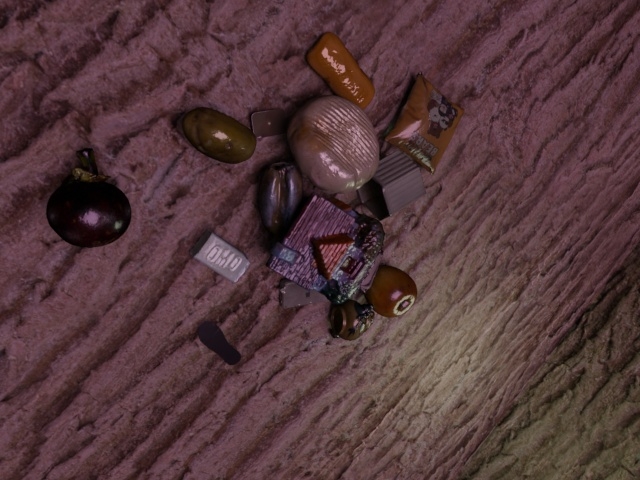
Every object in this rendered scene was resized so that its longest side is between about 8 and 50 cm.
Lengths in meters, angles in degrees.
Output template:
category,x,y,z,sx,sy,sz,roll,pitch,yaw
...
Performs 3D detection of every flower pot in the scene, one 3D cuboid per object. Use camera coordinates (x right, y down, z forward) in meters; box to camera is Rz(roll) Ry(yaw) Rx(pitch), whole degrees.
category,x,y,z,sx,sy,sz,roll,pitch,yaw
flower pot,0.271,-0.216,1.920,0.190,0.239,0.209,-30,149,-17

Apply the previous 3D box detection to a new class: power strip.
category,x,y,z,sx,sy,sz,roll,pitch,yaw
power strip,-0.051,0.204,1.997,0.271,0.046,0.117,-7,114,-28

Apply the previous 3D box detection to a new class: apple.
category,x,y,z,sx,sy,sz,roll,pitch,yaw
apple,0.299,0.213,2.120,0.237,0.207,0.236,-23,137,-23

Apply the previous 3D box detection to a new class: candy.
category,x,y,z,sx,sy,sz,roll,pitch,yaw
candy,0.140,0.092,1.986,0.185,0.137,0.195,29,78,-36

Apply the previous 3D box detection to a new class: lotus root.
category,x,y,z,sx,sy,sz,roll,pitch,yaw
lotus root,-0.148,-0.125,1.766,0.158,0.140,0.321,4,116,-8

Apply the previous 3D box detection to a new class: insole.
category,x,y,z,sx,sy,sz,roll,pitch,yaw
insole,-0.396,0.405,1.905,0.086,0.005,0.253,-39,122,-10

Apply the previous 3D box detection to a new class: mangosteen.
category,x,y,z,sx,sy,sz,roll,pitch,yaw
mangosteen,-0.676,-0.122,1.421,0.232,0.231,0.288,-7,106,-27

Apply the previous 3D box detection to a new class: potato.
category,x,y,z,sx,sy,sz,roll,pitch,yaw
potato,-0.322,-0.332,1.561,0.148,0.197,0.228,-57,158,6

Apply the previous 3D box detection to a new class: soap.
category,x,y,z,sx,sy,sz,roll,pitch,yaw
soap,-0.358,0.059,1.761,0.198,0.063,0.114,38,86,-34

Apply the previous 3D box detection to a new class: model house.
category,x,y,z,sx,sy,sz,roll,pitch,yaw
model house,0.000,0.000,1.750,0.360,0.297,0.339,-57,143,2

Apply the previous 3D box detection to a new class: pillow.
category,x,y,z,sx,sy,sz,roll,pitch,yaw
pillow,0.429,-0.465,1.969,0.310,0.119,0.312,26,93,-37

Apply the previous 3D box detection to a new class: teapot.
category,x,y,z,sx,sy,sz,roll,pitch,yaw
teapot,0.142,0.345,2.085,0.183,0.173,0.269,2,140,-25

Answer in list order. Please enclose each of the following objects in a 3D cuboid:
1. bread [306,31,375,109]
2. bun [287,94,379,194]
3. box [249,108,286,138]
category,x,y,z,sx,sy,sz,roll,pitch,yaw
bread,0.084,-0.596,1.748,0.142,0.091,0.305,-48,123,1
bun,0.039,-0.328,1.733,0.366,0.219,0.364,15,62,-30
box,-0.184,-0.410,1.701,0.126,0.031,0.090,-17,116,-23
